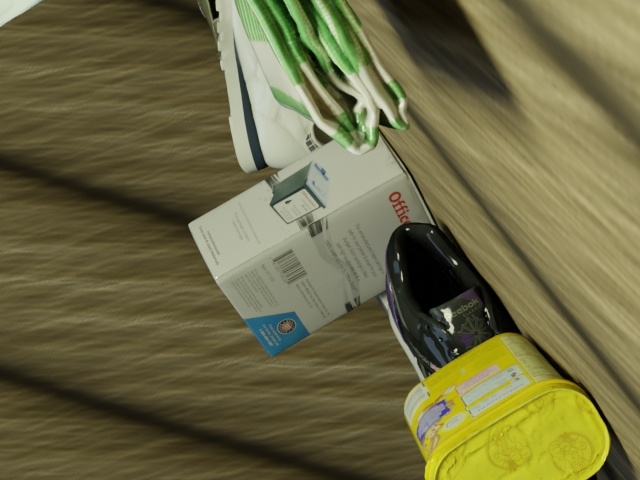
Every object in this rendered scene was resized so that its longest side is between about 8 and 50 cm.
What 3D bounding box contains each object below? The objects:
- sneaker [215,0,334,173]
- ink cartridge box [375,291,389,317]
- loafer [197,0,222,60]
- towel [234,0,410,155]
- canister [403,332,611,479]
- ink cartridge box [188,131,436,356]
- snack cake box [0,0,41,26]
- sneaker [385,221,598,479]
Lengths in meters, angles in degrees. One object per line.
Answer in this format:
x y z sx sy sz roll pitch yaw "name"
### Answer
-0.039 -0.171 1.358 0.090 0.095 0.235 -81 -16 -57 "sneaker"
0.071 0.009 1.532 0.231 0.078 0.134 58 179 23 "ink cartridge box"
-0.065 -0.190 1.494 0.251 0.094 0.087 57 -176 35 "loafer"
-0.076 -0.190 0.717 0.325 0.038 0.248 56 179 -13 "towel"
0.129 0.135 1.133 0.073 0.126 0.170 58 -178 -12 "canister"
0.000 0.000 1.396 0.082 0.190 0.139 59 180 39 "ink cartridge box"
-0.151 -0.228 0.853 0.152 0.089 0.264 56 -147 -14 "snack cake box"
0.125 0.106 1.271 0.283 0.107 0.124 57 173 33 "sneaker"
